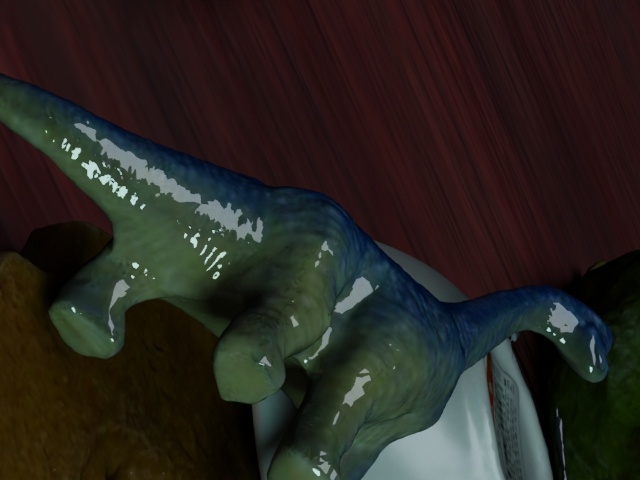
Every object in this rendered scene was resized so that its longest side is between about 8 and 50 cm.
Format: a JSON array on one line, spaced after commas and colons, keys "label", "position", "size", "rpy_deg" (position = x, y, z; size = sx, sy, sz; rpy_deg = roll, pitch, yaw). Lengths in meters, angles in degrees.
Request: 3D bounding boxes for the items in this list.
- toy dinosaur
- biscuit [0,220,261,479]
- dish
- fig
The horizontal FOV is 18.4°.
[{"label": "toy dinosaur", "position": [0.000, 0.000, 0.653], "size": [0.248, 0.075, 0.188], "rpy_deg": [50, 43, -14]}, {"label": "biscuit", "position": [-0.064, 0.080, 0.646], "size": [0.182, 0.034, 0.215], "rpy_deg": [69, 23, -8]}, {"label": "dish", "position": [0.047, 0.087, 0.768], "size": [0.229, 0.081, 0.229], "rpy_deg": [-14, 90, -74]}, {"label": "fig", "position": [0.184, 0.076, 1.049], "size": [0.235, 0.203, 0.203], "rpy_deg": [41, -2, 45]}]
